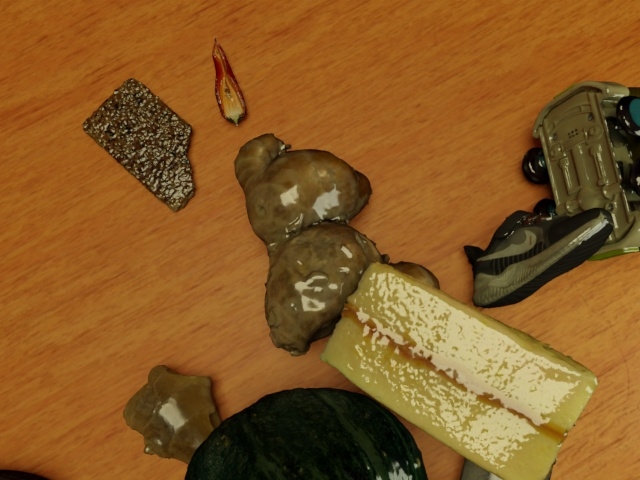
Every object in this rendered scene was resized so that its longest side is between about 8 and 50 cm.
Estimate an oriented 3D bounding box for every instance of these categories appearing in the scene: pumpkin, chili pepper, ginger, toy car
[{"bbox_3d":[-0.021,0.284,0.631,0.293,0.196,0.263,-21,37,-16],"label":"pumpkin"},{"bbox_3d":[-0.163,-0.269,0.926,0.045,0.027,0.178,-17,77,-4],"label":"chili pepper"},{"bbox_3d":[-0.175,0.313,0.774,0.131,0.086,0.294,-25,81,-25],"label":"ginger"},{"bbox_3d":[0.000,0.000,0.790,0.256,0.176,0.375,-23,74,-19],"label":"ginger"},{"bbox_3d":[0.439,-0.102,0.784,0.198,0.204,0.247,-4,78,-21],"label":"toy car"}]

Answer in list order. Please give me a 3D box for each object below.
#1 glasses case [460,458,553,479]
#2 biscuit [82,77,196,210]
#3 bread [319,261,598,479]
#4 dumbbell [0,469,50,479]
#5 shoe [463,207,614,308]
[{"bbox_3d":[0.251,0.330,0.746,0.114,0.060,0.299,14,79,12],"label":"glasses case"},{"bbox_3d":[-0.284,-0.167,0.913,0.237,0.026,0.131,41,85,12],"label":"biscuit"},{"bbox_3d":[0.155,0.159,0.648,0.264,0.163,0.167,26,93,-17],"label":"bread"},{"bbox_3d":[-0.463,0.442,0.742,0.141,0.124,0.225,10,78,6],"label":"dumbbell"},{"bbox_3d":[0.287,0.008,0.756,0.099,0.227,0.112,2,53,-37],"label":"shoe"}]
